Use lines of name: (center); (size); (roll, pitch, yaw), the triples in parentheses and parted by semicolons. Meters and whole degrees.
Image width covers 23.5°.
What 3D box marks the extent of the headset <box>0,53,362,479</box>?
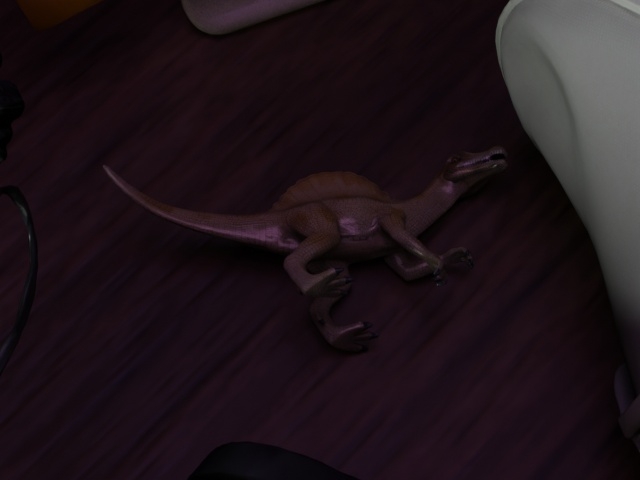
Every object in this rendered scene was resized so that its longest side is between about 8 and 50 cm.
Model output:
headset: (-0.050, 0.142, 0.483); (0.243, 0.185, 0.394); (-21, 79, -29)

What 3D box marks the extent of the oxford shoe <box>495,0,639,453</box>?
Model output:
oxford shoe: (0.180, 0.076, 0.569); (0.130, 0.169, 0.449); (-26, 68, -12)

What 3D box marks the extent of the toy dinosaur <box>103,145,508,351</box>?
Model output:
toy dinosaur: (0.000, 0.000, 0.684); (0.183, 0.053, 0.092); (-6, 44, -12)

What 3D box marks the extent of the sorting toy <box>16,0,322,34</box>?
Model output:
sorting toy: (0.003, -0.205, 0.715); (0.348, 0.196, 0.047); (-21, 49, -11)
